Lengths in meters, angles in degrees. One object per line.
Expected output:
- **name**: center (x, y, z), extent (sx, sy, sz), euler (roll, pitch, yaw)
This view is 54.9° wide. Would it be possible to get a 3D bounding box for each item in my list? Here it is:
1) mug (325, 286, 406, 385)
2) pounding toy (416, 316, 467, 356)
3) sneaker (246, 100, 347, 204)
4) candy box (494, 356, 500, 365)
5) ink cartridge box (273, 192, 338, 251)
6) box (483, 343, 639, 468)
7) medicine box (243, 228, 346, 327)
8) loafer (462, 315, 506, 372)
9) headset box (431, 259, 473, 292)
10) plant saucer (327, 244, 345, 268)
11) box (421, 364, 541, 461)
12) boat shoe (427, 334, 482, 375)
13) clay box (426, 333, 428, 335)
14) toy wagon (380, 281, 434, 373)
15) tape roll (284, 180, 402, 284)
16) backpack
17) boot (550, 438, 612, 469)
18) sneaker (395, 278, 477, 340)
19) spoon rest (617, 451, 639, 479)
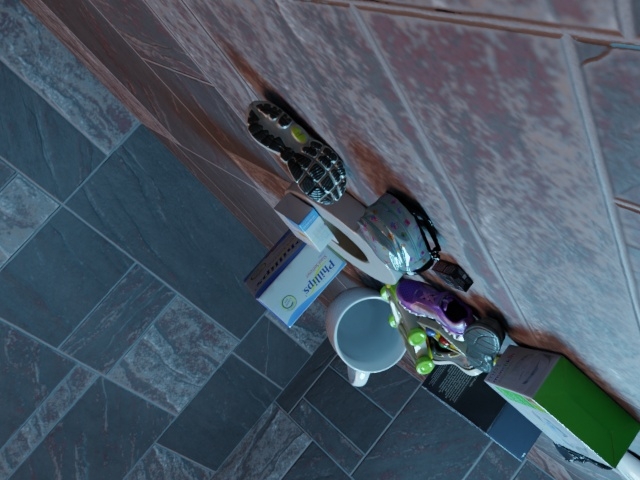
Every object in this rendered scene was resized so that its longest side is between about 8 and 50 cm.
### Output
- **mug**: center (0.148, 0.354, 2.284), extent (0.276, 0.373, 0.328), euler (4, -174, -10)
- **pounding toy**: center (0.342, 0.228, 1.704), extent (0.206, 0.094, 0.181), euler (43, 171, -16)
- **sneaker**: center (-0.047, -0.198, 1.323), extent (0.279, 0.107, 0.118), euler (47, -172, -20)
- **candy box**: center (0.548, 0.379, 1.807), extent (0.105, 0.027, 0.206), euler (38, 171, -6)
- **ink cartridge box**: center (-0.035, -0.037, 1.618), extent (0.104, 0.061, 0.181), euler (34, 169, 37)
- **box**: center (0.561, 0.378, 1.451), extent (0.262, 0.126, 0.231), euler (41, 169, -8)
- **medicine box**: center (-0.090, 0.103, 1.964), extent (0.149, 0.263, 0.289), euler (43, 175, -15)
- **loafer**: center (0.413, 0.243, 1.537), extent (0.096, 0.084, 0.267), euler (27, 156, 23)
- **headset box**: center (0.293, 0.078, 1.382), extent (0.062, 0.032, 0.083), euler (44, 169, -26)
- **plant saucer**: center (0.000, 0.000, 2.156), extent (0.188, 0.045, 0.188), euler (31, 168, 46)
- **box**: center (0.549, 0.539, 2.043), extent (0.296, 0.182, 0.294), euler (42, 174, -40)
- **boat shoe**: center (0.399, 0.325, 1.896), extent (0.096, 0.117, 0.324), euler (52, 168, -13)
- **clay box**: center (0.407, 0.372, 2.265), extent (0.127, 0.053, 0.222), euler (32, 169, 43)
- **toy wagon**: center (0.262, 0.238, 1.907), extent (0.267, 0.068, 0.344), euler (-118, 8, -59)
- **tape roll**: center (0.070, -0.029, 1.650), extent (0.392, 0.072, 0.392), euler (39, 170, 8)
- **backpack**: center (0.154, -0.012, 1.257), extent (0.152, 0.115, 0.182), euler (37, 168, 35)
- **boot**: center (0.736, 0.592, 1.845), extent (0.247, 0.094, 0.207), euler (33, 167, 4)
- **sneaker**: center (0.303, 0.163, 1.595), extent (0.236, 0.095, 0.104), euler (30, 163, 22)
- **spoon rest**: center (0.884, 0.642, 1.610), extent (0.137, 0.084, 0.276), euler (49, -179, -39)
